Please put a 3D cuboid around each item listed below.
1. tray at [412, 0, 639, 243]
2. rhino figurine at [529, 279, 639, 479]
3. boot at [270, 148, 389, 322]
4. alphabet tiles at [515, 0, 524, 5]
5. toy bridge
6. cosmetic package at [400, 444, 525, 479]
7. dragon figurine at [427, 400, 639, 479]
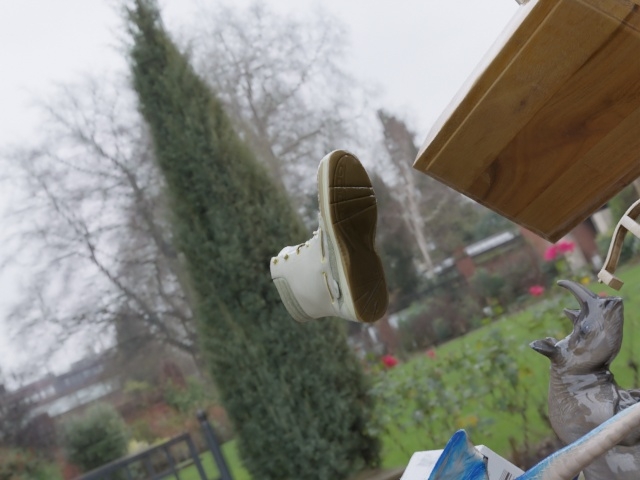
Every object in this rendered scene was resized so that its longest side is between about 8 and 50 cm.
[{"bbox_3d":[0.260,-0.137,1.072,0.076,0.203,0.411,-62,2,-24],"label":"tray"},{"bbox_3d":[0.235,0.143,0.788,0.106,0.243,0.073,-28,-11,30],"label":"rhino figurine"},{"bbox_3d":[0.000,0.000,1.274,0.077,0.213,0.165,-12,3,-37],"label":"boot"},{"bbox_3d":[0.294,-0.302,1.123,0.237,0.198,0.009,-16,-32,-26],"label":"alphabet tiles"},{"bbox_3d":[0.455,-0.016,1.455,0.188,0.026,0.063,-58,26,14],"label":"toy bridge"},{"bbox_3d":[0.164,0.330,1.116,0.151,0.151,0.184,-58,7,-21],"label":"cosmetic package"},{"bbox_3d":[0.102,0.169,0.582,0.144,0.085,0.289,-74,4,-69],"label":"dragon figurine"}]
